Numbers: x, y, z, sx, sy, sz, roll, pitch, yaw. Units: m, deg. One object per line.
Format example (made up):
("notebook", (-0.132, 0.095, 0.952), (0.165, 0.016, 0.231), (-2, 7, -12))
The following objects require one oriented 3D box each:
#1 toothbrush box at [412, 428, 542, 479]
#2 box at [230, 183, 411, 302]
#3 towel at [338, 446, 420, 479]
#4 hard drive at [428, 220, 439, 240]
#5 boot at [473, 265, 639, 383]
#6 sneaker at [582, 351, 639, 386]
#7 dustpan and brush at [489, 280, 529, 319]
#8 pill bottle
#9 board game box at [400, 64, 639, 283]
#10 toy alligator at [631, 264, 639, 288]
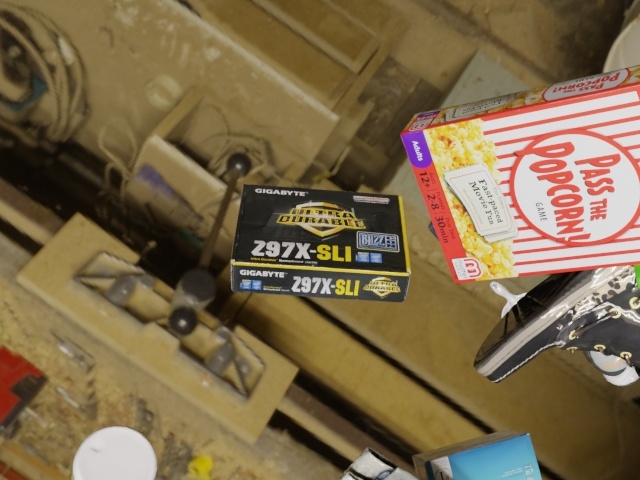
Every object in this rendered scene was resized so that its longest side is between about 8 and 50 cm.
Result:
("toothbrush box", (0.327, 0.539, 1.634), (0.126, 0.216, 0.295), (120, 135, -79))
("box", (0.000, 0.000, 1.598), (0.322, 0.257, 0.079), (4, 128, -2))
("towel", (0.104, 0.554, 1.456), (0.312, 0.056, 0.324), (36, 98, -9))
("hard drive", (0.348, -0.054, 1.612), (0.255, 0.054, 0.172), (-33, 123, 19))
("boot", (0.453, 0.162, 1.280), (0.377, 0.138, 0.284), (-41, 94, 12))
("sneaker", (0.530, 0.105, 1.388), (0.108, 0.271, 0.100), (33, 176, -19))
("dustpan and brush", (0.433, 0.145, 1.816), (0.147, 0.060, 0.211), (-39, 135, 24))
("pill bottle", (-0.311, 0.368, 1.250), (0.118, 0.117, 0.208), (30, 141, 4))
("board game box", (0.178, -0.046, 0.664), (0.194, 0.045, 0.146), (-9, 117, 32))
("toy alligator", (0.419, -0.029, 1.138), (0.056, 0.051, 0.189), (-12, 81, 23))
